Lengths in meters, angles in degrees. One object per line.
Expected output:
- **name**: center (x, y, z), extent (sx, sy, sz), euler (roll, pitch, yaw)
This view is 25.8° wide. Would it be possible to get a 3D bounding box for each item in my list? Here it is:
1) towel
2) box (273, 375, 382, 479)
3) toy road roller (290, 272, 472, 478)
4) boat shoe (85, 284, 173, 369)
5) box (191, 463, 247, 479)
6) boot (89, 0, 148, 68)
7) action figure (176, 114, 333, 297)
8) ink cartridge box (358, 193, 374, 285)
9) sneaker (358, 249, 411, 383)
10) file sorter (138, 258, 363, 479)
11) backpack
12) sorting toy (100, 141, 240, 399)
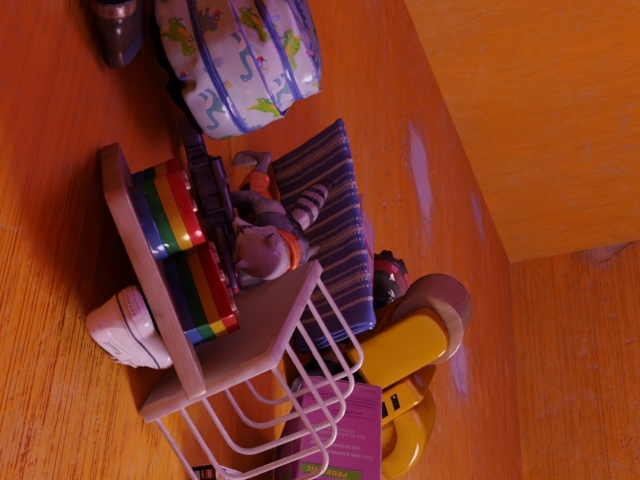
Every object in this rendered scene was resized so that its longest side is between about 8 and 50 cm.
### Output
- **towel**: center (0.000, 0.000, 2.234), extent (0.040, 0.243, 0.336), euler (-3, 78, -28)
- **box**: center (0.005, 0.354, 1.977), extent (0.213, 0.117, 0.243), euler (110, -15, -51)
- **toy road roller**: center (0.132, 0.232, 2.281), extent (0.241, 0.329, 0.202), euler (54, 20, -5)
- **boat shoe**: center (-0.224, 0.105, 1.624), extent (0.226, 0.075, 0.083), euler (77, -9, -69)
- **box**: center (-0.124, 0.401, 1.818), extent (0.114, 0.036, 0.207), euler (39, 43, -65)
- **boot**: center (-0.263, -0.317, 1.806), extent (0.219, 0.082, 0.106), euler (-89, -177, -50)
- **action figure**: center (-0.083, -0.046, 2.021), extent (0.330, 0.178, 0.341), euler (-81, 156, -70)
- **ink cartridge box**: center (0.032, 0.018, 2.439), extent (0.067, 0.115, 0.198), euler (61, 25, -43)
- **sneaker**: center (0.097, 0.150, 2.498), extent (0.135, 0.097, 0.276), euler (-62, 164, -53)
- **file sorter**: center (-0.072, 0.185, 1.799), extent (0.173, 0.192, 0.278), euler (59, 22, -15)
- **backpack**: center (-0.116, -0.287, 1.924), extent (0.355, 0.273, 0.290), euler (-58, 136, -59)
- **sorting toy**: center (-0.169, 0.018, 1.650), extent (0.255, 0.089, 0.257), euler (-121, -170, -71)
